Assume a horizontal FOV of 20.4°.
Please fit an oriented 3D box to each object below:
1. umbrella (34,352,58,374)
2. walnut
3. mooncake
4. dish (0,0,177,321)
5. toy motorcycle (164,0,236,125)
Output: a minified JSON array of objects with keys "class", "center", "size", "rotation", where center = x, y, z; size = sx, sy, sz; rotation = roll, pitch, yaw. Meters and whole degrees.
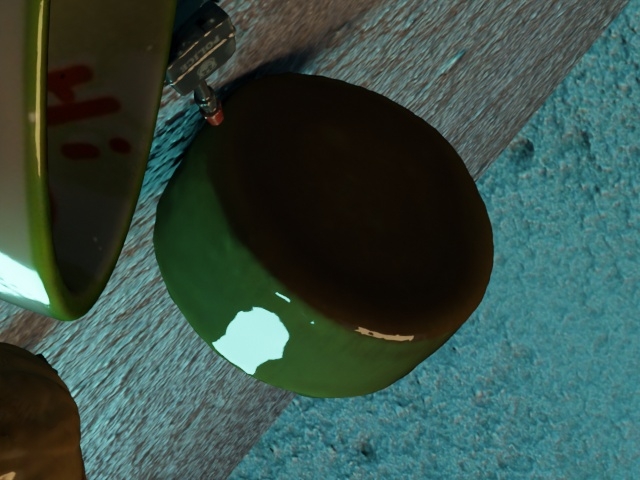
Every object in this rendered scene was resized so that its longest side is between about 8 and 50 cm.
[{"class":"umbrella","center":[-0.317,0.169,1.563],"size":[0.224,0.071,0.080],"rotation":[-26,131,-48]},{"class":"walnut","center":[-0.293,0.177,1.266],"size":[0.261,0.225,0.225],"rotation":[-22,161,-23]},{"class":"mooncake","center":[0.000,0.000,1.529],"size":[0.284,0.284,0.155],"rotation":[-34,168,-47]},{"class":"dish","center":[-0.134,-0.136,0.706],"size":[0.324,0.124,0.324],"rotation":[7,90,-88]},{"class":"toy motorcycle","center":[-0.164,-0.071,1.045],"size":[0.272,0.123,0.182],"rotation":[-43,160,-8]}]
